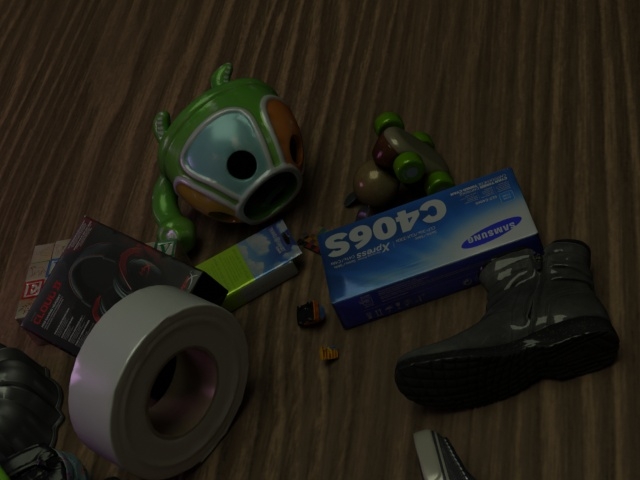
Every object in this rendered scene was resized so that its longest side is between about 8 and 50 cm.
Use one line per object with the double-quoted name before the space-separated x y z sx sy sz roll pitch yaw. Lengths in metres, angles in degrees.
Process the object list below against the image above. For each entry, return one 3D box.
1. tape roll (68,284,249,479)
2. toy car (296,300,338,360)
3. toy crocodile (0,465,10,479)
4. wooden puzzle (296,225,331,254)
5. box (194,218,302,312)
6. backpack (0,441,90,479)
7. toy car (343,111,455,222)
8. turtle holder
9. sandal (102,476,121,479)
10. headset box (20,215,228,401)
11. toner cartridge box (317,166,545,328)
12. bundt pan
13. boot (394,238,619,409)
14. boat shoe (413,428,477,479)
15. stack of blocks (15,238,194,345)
"tape roll" -0.240 0.216 1.820 0.100 0.286 0.286 20 60 37
"toy car" -0.004 0.153 1.961 0.040 0.060 0.122 4 55 -31
"toy crocodile" -0.553 0.432 1.786 0.115 0.105 0.340 45 118 17
"wooden puzzle" 0.000 0.000 2.110 0.083 0.006 0.049 25 63 39
"box" -0.121 0.047 2.096 0.178 0.042 0.109 -29 44 -3
"backpack" -0.450 0.398 1.863 0.182 0.115 0.152 -40 63 3
"toy car" 0.117 -0.098 2.091 0.188 0.149 0.155 -46 35 21
"turtle holder" -0.176 -0.136 2.156 0.320 0.243 0.227 -30 60 -16
"sandal" -0.333 0.450 1.828 0.067 0.040 0.179 -8 61 26
"headset box" -0.336 0.107 1.985 0.293 0.110 0.218 24 78 27
"toner cartridge box" 0.177 0.012 1.968 0.348 0.075 0.165 -20 45 7
"bundt pan" -0.609 0.303 2.028 0.331 0.124 0.331 -13 46 14
"boot" 0.265 0.122 1.813 0.338 0.118 0.222 -11 42 1
"boat shoe" 0.240 0.380 1.575 0.158 0.127 0.340 -19 52 -1
"stack of blocks" -0.382 0.077 2.156 0.297 0.087 0.171 -9 48 17
